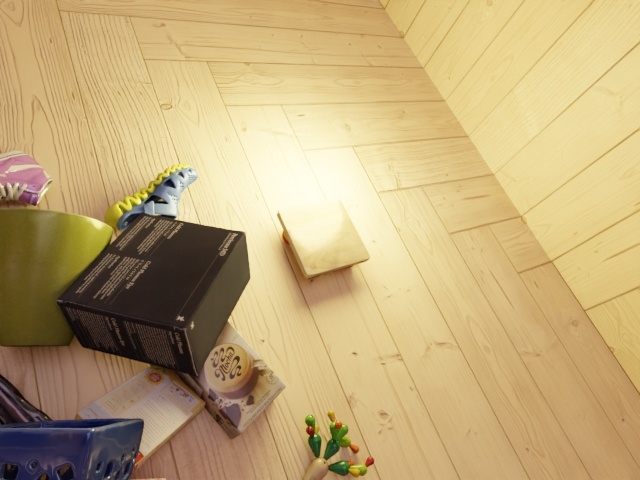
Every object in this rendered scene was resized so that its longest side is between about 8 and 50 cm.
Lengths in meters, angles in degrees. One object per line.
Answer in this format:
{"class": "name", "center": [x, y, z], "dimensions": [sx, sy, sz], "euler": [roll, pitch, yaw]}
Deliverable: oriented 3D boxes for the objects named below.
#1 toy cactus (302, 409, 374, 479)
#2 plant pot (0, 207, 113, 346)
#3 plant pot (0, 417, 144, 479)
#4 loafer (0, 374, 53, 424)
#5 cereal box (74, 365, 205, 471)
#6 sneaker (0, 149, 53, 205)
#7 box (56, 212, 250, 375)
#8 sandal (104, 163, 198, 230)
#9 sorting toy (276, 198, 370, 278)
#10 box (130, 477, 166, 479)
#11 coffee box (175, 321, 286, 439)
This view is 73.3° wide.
{"class": "toy cactus", "center": [0.027, 0.575, 1.150], "dimensions": [0.219, 0.112, 0.180], "euler": [46, 62, -3]}
{"class": "plant pot", "center": [-0.664, 0.104, 1.039], "dimensions": [0.274, 0.274, 0.294], "euler": [4, 75, -22]}
{"class": "plant pot", "center": [-0.472, 0.434, 0.757], "dimensions": [0.235, 0.236, 0.212], "euler": [-2, 71, 0]}
{"class": "loafer", "center": [-0.693, 0.371, 0.935], "dimensions": [0.302, 0.109, 0.095], "euler": [41, 56, 0]}
{"class": "cereal box", "center": [-0.410, 0.402, 1.002], "dimensions": [0.173, 0.047, 0.240], "euler": [37, 26, 13]}
{"class": "sneaker", "center": [-0.856, -0.142, 1.151], "dimensions": [0.161, 0.102, 0.282], "euler": [41, 37, -3]}
{"class": "box", "center": [-0.385, 0.118, 1.082], "dimensions": [0.311, 0.179, 0.343], "euler": [10, 41, 11]}
{"class": "sandal", "center": [-0.491, -0.113, 1.326], "dimensions": [0.138, 0.126, 0.317], "euler": [42, 61, 0]}
{"class": "sorting toy", "center": [0.000, 0.000, 1.492], "dimensions": [0.256, 0.089, 0.256], "euler": [-14, 67, -30]}
{"class": "box", "center": [-0.409, 0.653, 0.862], "dimensions": [0.153, 0.142, 0.300], "euler": [8, 57, -20]}
{"class": "coffee box", "center": [-0.260, 0.343, 1.138], "dimensions": [0.297, 0.119, 0.168], "euler": [46, 53, 7]}
